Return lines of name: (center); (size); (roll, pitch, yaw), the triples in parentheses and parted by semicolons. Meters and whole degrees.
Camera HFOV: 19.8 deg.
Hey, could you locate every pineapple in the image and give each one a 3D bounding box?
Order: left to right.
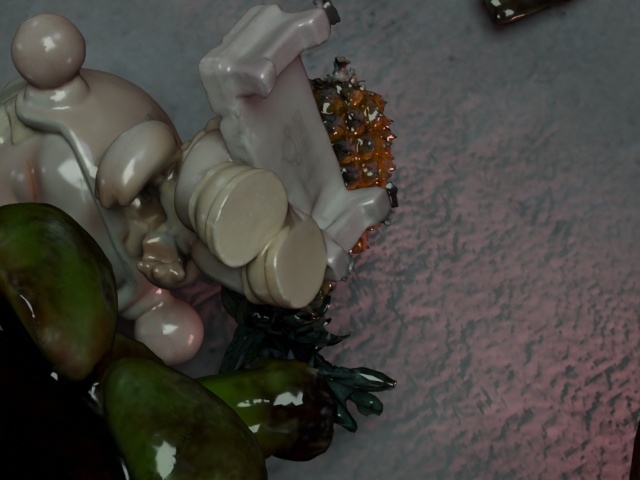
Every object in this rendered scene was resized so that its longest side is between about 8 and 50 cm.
pineapple: (0.000, 0.001, 1.027); (0.103, 0.083, 0.221); (10, 73, -1)

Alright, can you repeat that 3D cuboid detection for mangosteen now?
mangosteen: (-0.166, 0.164, 0.835); (0.330, 0.330, 0.330); (2, 71, -5)

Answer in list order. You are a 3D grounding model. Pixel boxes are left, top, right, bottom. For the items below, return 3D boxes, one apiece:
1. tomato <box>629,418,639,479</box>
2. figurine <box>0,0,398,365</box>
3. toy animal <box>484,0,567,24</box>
tomato: (0.290, 0.129, 0.811); (0.317, 0.282, 0.316); (-1, 84, 9)
figurine: (-0.098, -0.037, 0.956); (0.257, 0.182, 0.144); (1, 55, 37)
toy animal: (0.203, -0.246, 1.110); (0.197, 0.160, 0.272); (16, 77, -2)
